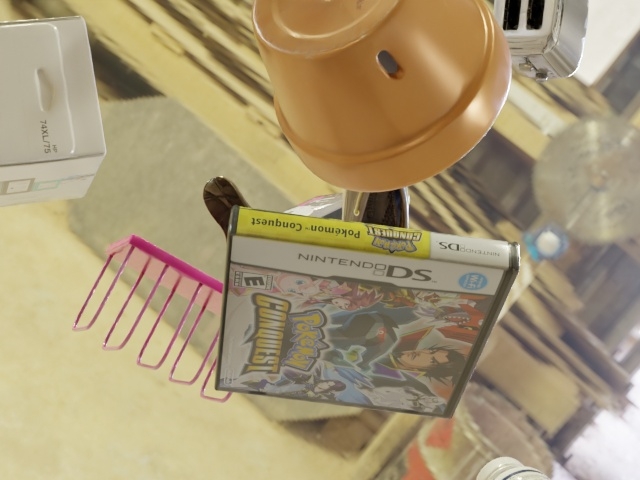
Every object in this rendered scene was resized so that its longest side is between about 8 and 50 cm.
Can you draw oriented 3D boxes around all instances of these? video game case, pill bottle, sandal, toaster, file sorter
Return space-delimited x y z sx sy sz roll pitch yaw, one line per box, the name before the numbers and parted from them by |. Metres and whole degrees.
video game case | 0.030 0.078 1.044 0.248 0.275 0.035 7 53 -3
pill bottle | 0.293 0.384 1.566 0.112 0.112 0.186 29 6 -23
sandal | -0.144 -0.016 2.030 0.219 0.090 0.060 61 13 -1
toaster | 0.362 -0.381 1.834 0.129 0.227 0.146 7 -3 30
file sorter | -0.268 0.145 1.978 0.290 0.182 0.202 30 -16 -17

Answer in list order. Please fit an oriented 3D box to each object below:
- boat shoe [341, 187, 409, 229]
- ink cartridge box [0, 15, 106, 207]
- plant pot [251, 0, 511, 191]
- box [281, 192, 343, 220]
boat shoe | 0.088 0.014 1.816 0.116 0.324 0.097 -3 24 -12
ink cartridge box | -0.427 -0.171 1.571 0.197 0.198 0.270 -8 -8 -20
plant pot | 0.052 -0.231 1.286 0.291 0.291 0.203 52 1 40
box | 0.000 0.000 2.139 0.247 0.163 0.142 -26 107 -52
